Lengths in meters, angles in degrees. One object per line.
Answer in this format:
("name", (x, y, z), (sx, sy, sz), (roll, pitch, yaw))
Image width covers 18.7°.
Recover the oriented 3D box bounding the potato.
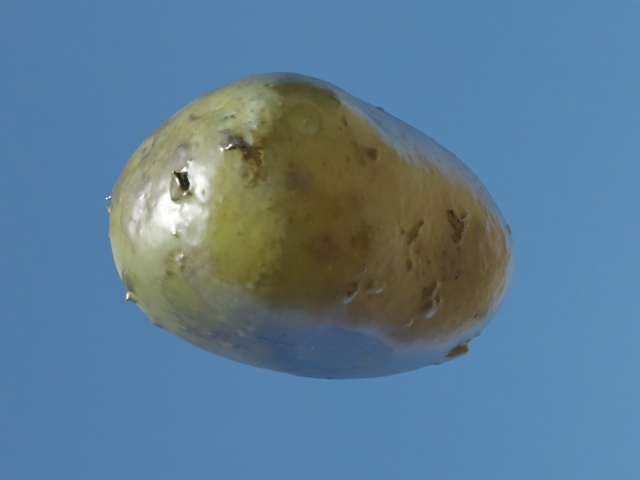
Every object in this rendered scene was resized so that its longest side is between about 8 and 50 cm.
("potato", (0.000, 0.000, 1.261), (0.307, 0.210, 0.173), (17, -132, -43))
